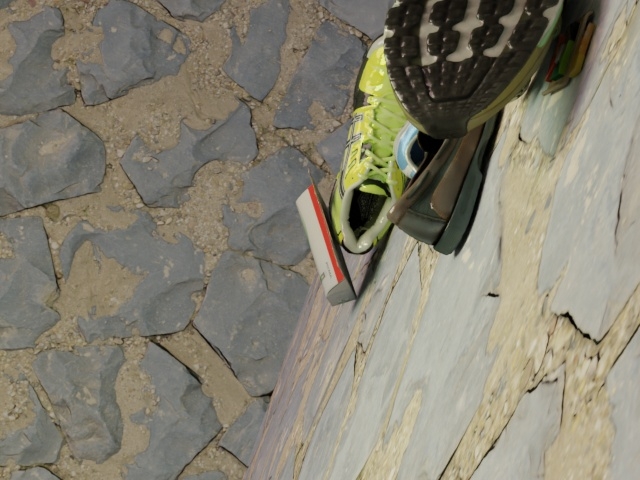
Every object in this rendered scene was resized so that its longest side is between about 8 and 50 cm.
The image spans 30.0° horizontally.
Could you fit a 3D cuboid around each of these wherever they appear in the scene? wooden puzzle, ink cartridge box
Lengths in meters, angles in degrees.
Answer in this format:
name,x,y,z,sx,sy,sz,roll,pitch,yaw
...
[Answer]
name,x,y,z,sx,sy,sz,roll,pitch,yaw
wooden puzzle,0.217,-0.166,1.057,0.116,0.014,0.078,128,163,-81
ink cartridge box,0.000,0.000,2.003,0.225,0.056,0.181,55,-164,-72

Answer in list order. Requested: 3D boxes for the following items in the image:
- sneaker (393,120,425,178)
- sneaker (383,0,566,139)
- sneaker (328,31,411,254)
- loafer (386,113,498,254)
name,x,y,z,sx,sy,sz,roll,pitch,yaw
sneaker,0.171,-0.178,1.489,0.237,0.085,0.086,-63,33,19
sneaker,0.177,-0.194,1.139,0.410,0.158,0.182,-64,-35,-46
sneaker,0.110,-0.148,1.912,0.147,0.145,0.385,-92,12,-64
loafer,0.140,-0.103,1.318,0.096,0.084,0.267,114,176,-48
